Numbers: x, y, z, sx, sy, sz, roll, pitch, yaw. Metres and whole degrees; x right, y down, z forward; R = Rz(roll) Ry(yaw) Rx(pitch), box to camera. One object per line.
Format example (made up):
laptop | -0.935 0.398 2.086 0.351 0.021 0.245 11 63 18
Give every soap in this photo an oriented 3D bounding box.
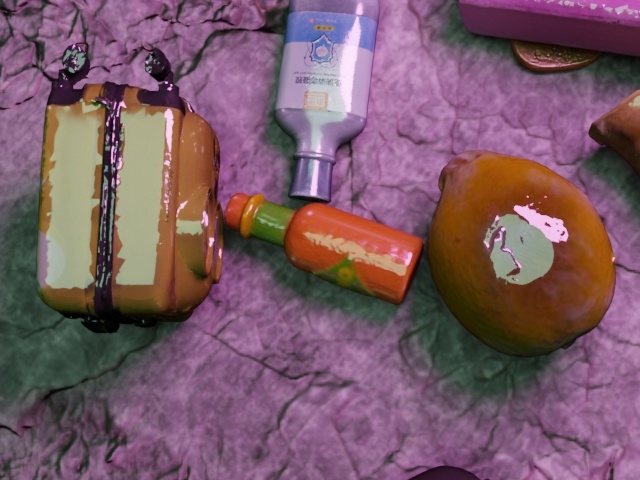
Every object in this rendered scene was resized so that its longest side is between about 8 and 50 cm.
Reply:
soap | 0.271 -0.262 0.840 0.259 0.081 0.181 14 80 21

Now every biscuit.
biscuit | 0.228 -0.200 0.896 0.091 0.015 0.078 -2 80 7

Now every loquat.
loquat | 0.169 0.008 0.812 0.152 0.152 0.195 -28 87 3

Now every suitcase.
suitcase | -0.162 -0.034 0.838 0.143 0.194 0.234 2 83 -2

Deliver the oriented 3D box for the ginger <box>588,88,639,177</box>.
ginger | 0.357 -0.037 0.804 0.109 0.116 0.263 -44 73 -10

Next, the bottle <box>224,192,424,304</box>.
bottle | 0.000 0.000 0.875 0.187 0.069 0.069 20 85 12

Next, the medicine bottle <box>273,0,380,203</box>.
medicine bottle | 0.002 -0.141 0.899 0.090 0.054 0.208 6 83 7

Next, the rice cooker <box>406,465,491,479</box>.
rice cooker | 0.130 0.284 0.780 0.118 0.142 0.203 -36 82 -10
